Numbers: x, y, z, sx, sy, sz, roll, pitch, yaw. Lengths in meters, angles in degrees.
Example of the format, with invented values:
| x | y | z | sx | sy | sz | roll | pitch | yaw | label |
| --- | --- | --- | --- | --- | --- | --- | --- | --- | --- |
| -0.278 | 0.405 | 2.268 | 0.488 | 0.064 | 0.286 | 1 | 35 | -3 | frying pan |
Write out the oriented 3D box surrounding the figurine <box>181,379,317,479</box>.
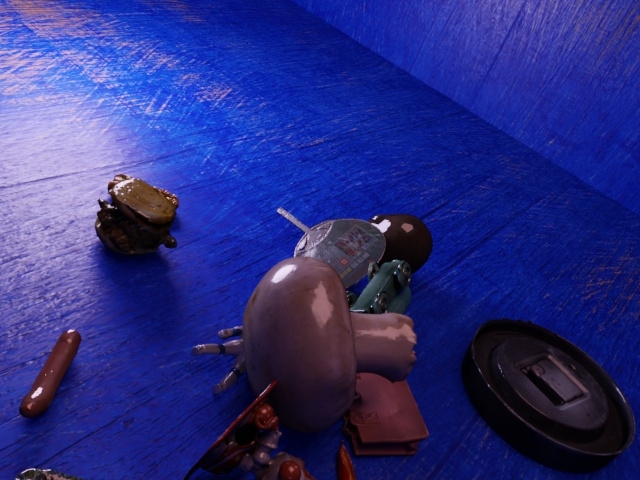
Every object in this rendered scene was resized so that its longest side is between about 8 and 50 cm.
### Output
| x | y | z | sx | sy | sz | roll | pitch | yaw | label |
| --- | --- | --- | --- | --- | --- | --- | --- | --- | --- |
| -0.062 | 0.362 | 0.989 | 0.226 | 0.183 | 0.160 | 44 | 44 | 7 | figurine |

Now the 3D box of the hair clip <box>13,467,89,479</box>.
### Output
| x | y | z | sx | sy | sz | roll | pitch | yaw | label |
| --- | --- | --- | --- | --- | --- | --- | --- | --- | --- |
| -0.310 | 0.358 | 0.938 | 0.229 | 0.036 | 0.066 | 11 | 30 | -10 | hair clip |

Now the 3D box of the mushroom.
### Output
| x | y | z | sx | sy | sz | roll | pitch | yaw | label |
| --- | --- | --- | --- | --- | --- | --- | --- | --- | --- |
| 0.014 | 0.165 | 1.147 | 0.289 | 0.298 | 0.298 | -6 | 39 | -8 | mushroom |

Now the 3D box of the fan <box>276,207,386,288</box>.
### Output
| x | y | z | sx | sy | sz | roll | pitch | yaw | label |
| --- | --- | --- | --- | --- | --- | --- | --- | --- | --- |
| 0.033 | -0.003 | 1.582 | 0.223 | 0.012 | 0.294 | -18 | 50 | -1 | fan |

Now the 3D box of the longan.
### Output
| x | y | z | sx | sy | sz | roll | pitch | yaw | label |
| --- | --- | --- | --- | --- | --- | --- | --- | --- | --- |
| 0.179 | 0.011 | 1.642 | 0.189 | 0.189 | 0.189 | 17 | 33 | -11 | longan |

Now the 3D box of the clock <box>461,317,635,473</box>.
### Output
| x | y | z | sx | sy | sz | roll | pitch | yaw | label |
| --- | --- | --- | --- | --- | --- | --- | --- | --- | --- |
| 0.489 | 0.327 | 1.470 | 0.385 | 0.077 | 0.386 | 18 | 33 | -12 | clock |

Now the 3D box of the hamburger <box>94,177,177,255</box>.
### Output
| x | y | z | sx | sy | sz | roll | pitch | yaw | label |
| --- | --- | --- | --- | --- | --- | --- | --- | --- | --- |
| -0.371 | -0.035 | 1.392 | 0.184 | 0.131 | 0.159 | 33 | 24 | 2 | hamburger |

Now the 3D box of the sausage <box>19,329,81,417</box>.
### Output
| x | y | z | sx | sy | sz | roll | pitch | yaw | label |
| --- | --- | --- | --- | --- | --- | --- | --- | --- | --- |
| -0.424 | 0.211 | 1.069 | 0.043 | 0.043 | 0.186 | 19 | 32 | -8 | sausage |

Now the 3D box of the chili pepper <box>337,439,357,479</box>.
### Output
| x | y | z | sx | sy | sz | roll | pitch | yaw | label |
| --- | --- | --- | --- | --- | --- | --- | --- | --- | --- |
| 0.048 | 0.406 | 1.111 | 0.045 | 0.027 | 0.178 | 13 | 34 | -24 | chili pepper |

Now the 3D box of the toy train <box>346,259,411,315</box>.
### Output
| x | y | z | sx | sy | sz | roll | pitch | yaw | label |
| --- | --- | --- | --- | --- | --- | --- | --- | --- | --- |
| 0.130 | 0.143 | 1.442 | 0.101 | 0.159 | 0.248 | 2 | 29 | 28 | toy train |

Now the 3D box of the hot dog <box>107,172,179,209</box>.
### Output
| x | y | z | sx | sy | sz | roll | pitch | yaw | label |
| --- | --- | --- | --- | --- | --- | --- | --- | --- | --- |
| -0.400 | -0.101 | 1.537 | 0.165 | 0.045 | 0.071 | 22 | 30 | -2 | hot dog |

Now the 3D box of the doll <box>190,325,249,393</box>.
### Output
| x | y | z | sx | sy | sz | roll | pitch | yaw | label |
| --- | --- | --- | --- | --- | --- | --- | --- | --- | --- |
| -0.131 | 0.204 | 1.263 | 0.227 | 0.057 | 0.114 | -23 | 72 | -47 | doll |

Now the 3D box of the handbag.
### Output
| x | y | z | sx | sy | sz | roll | pitch | yaw | label |
| --- | --- | --- | --- | --- | --- | --- | --- | --- | --- |
| 0.099 | 0.299 | 1.269 | 0.157 | 0.059 | 0.213 | 7 | 37 | -26 | handbag |
